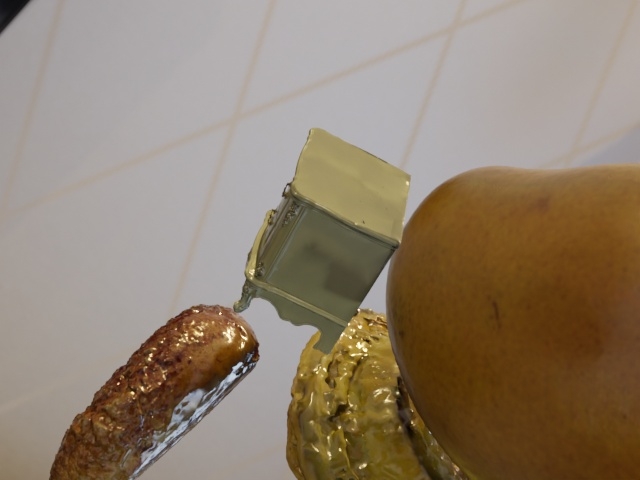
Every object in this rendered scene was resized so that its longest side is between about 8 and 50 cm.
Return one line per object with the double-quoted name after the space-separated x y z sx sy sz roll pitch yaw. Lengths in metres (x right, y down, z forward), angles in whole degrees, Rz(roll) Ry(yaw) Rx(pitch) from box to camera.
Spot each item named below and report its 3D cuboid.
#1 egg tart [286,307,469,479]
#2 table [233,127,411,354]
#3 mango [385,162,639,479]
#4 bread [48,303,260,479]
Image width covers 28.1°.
0.100 0.193 1.222 0.294 0.123 0.294 26 49 -35 "egg tart"
0.000 0.000 0.682 0.062 0.083 0.079 26 31 -6 "table"
0.196 0.070 0.840 0.378 0.264 0.221 24 6 39 "mango"
-0.116 0.115 0.879 0.064 0.193 0.193 44 4 5 "bread"
